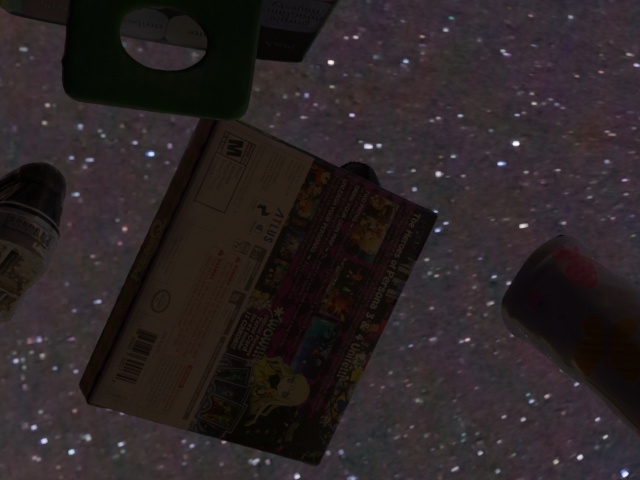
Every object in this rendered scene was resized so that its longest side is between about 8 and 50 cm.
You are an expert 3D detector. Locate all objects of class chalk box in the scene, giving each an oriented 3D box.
[{"bbox_3d":[-0.066,-0.207,0.496,0.179,0.180,0.289,140,-44,-70],"label":"chalk box"}]

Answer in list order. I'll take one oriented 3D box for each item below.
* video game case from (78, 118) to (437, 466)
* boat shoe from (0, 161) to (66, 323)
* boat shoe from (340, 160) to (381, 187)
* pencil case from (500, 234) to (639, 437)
[{"bbox_3d":[-0.042,0.043,0.764,0.042,0.210,0.232,32,-81,59],"label":"video game case"},{"bbox_3d":[-0.371,0.008,1.162,0.335,0.121,0.119,-24,-141,49],"label":"boat shoe"},{"bbox_3d":[0.000,0.000,1.132,0.109,0.089,0.258,-4,-132,35],"label":"boat shoe"},{"bbox_3d":[0.288,0.107,0.896,0.273,0.124,0.113,43,-73,45],"label":"pencil case"}]
